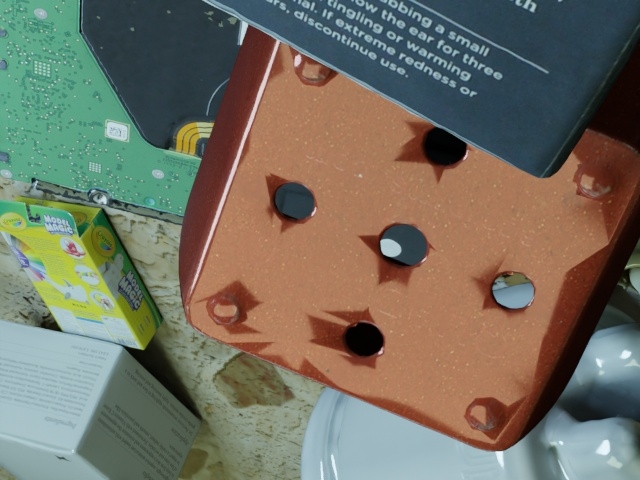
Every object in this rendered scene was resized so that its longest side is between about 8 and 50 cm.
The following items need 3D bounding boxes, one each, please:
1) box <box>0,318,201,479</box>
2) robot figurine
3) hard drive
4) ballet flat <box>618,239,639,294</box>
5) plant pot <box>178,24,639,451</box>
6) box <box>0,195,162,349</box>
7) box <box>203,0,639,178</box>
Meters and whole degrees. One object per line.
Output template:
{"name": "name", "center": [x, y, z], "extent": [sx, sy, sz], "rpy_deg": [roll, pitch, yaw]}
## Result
{"name": "box", "center": [-0.248, 0.180, 1.578], "extent": [0.181, 0.119, 0.181], "rpy_deg": [9, 154, 30]}
{"name": "robot figurine", "center": [0.124, 0.156, 1.131], "extent": [0.200, 0.300, 0.353], "rpy_deg": [40, 143, -25]}
{"name": "hard drive", "center": [-0.065, -0.103, 1.051], "extent": [0.338, 0.064, 0.237], "rpy_deg": [13, 137, 3]}
{"name": "ballet flat", "center": [0.295, 0.062, 1.067], "extent": [0.248, 0.086, 0.086], "rpy_deg": [34, 146, -4]}
{"name": "plant pot", "center": [0.063, -0.046, 0.841], "extent": [0.267, 0.236, 0.267], "rpy_deg": [22, 117, 2]}
{"name": "box", "center": [-0.227, 0.023, 1.464], "extent": [0.105, 0.043, 0.179], "rpy_deg": [9, 143, 30]}
{"name": "box", "center": [0.112, -0.271, 0.595], "extent": [0.212, 0.293, 0.395], "rpy_deg": [29, 146, 3]}
